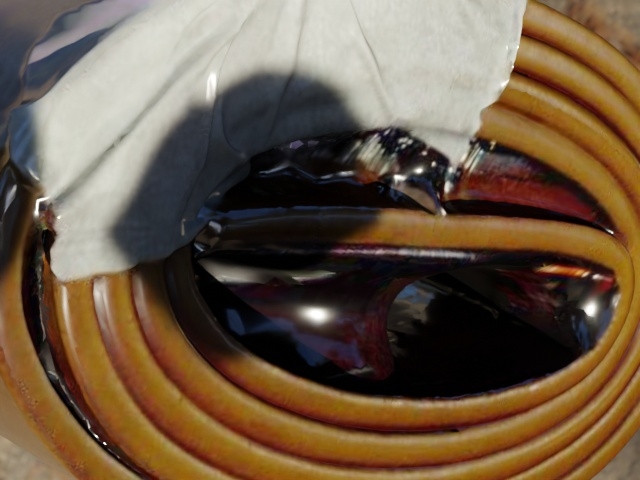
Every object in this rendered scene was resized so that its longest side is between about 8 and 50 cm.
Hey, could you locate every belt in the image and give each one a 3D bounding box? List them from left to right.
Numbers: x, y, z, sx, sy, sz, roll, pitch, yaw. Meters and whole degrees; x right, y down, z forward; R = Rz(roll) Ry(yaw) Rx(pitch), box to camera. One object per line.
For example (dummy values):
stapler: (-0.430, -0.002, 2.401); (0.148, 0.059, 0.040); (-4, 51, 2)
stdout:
belt: (0.000, 0.000, 0.610); (0.338, 0.217, 0.122); (9, 8, -43)
